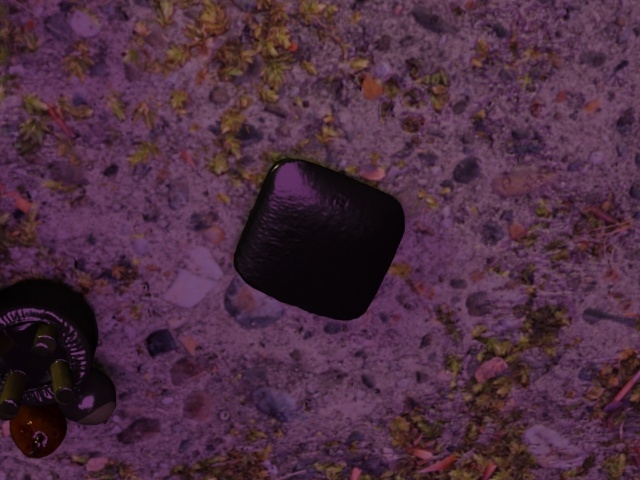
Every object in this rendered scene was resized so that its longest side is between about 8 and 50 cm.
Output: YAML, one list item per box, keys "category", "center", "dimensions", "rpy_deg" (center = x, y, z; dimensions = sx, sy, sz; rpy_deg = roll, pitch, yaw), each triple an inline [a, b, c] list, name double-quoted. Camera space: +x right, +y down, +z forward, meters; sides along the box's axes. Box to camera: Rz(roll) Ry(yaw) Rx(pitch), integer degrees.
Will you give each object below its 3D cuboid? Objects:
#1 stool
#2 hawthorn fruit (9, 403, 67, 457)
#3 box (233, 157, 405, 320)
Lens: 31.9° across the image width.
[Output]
- category: "stool"
  center: [-0.353, 0.155, 1.461]
  dimensions: [0.228, 0.139, 0.153]
  rpy_deg: [30, 108, -17]
- category: "hawthorn fruit"
  center: [-0.386, 0.259, 1.525]
  dimensions: [0.081, 0.093, 0.081]
  rpy_deg: [-3, 113, -7]
- category: "box"
  center: [0.000, 0.000, 1.503]
  dimensions: [0.212, 0.042, 0.201]
  rpy_deg: [19, 109, -18]
